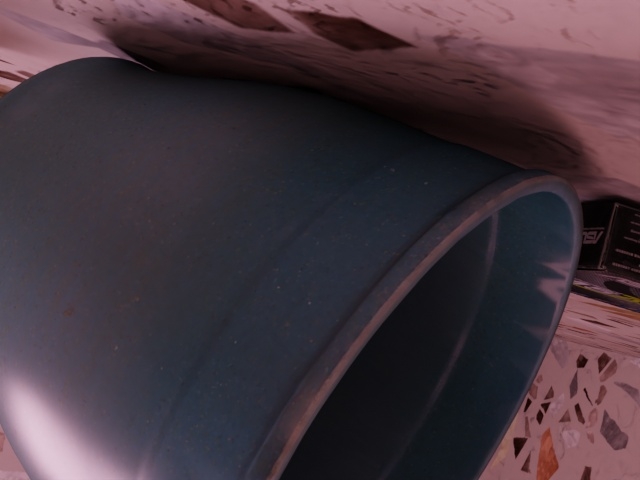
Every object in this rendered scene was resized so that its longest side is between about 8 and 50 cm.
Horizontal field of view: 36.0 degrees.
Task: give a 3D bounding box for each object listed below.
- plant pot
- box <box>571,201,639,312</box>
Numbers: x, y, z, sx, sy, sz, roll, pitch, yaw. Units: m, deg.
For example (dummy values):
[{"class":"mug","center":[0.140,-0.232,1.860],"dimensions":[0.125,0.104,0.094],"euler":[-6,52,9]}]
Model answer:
[{"class":"plant pot","center":[-0.050,0.035,0.498],"dimensions":[0.255,0.272,0.271],"euler":[32,-176,27]},{"class":"box","center":[0.220,0.023,0.629],"dimensions":[0.190,0.045,0.184],"euler":[16,178,-13]}]
